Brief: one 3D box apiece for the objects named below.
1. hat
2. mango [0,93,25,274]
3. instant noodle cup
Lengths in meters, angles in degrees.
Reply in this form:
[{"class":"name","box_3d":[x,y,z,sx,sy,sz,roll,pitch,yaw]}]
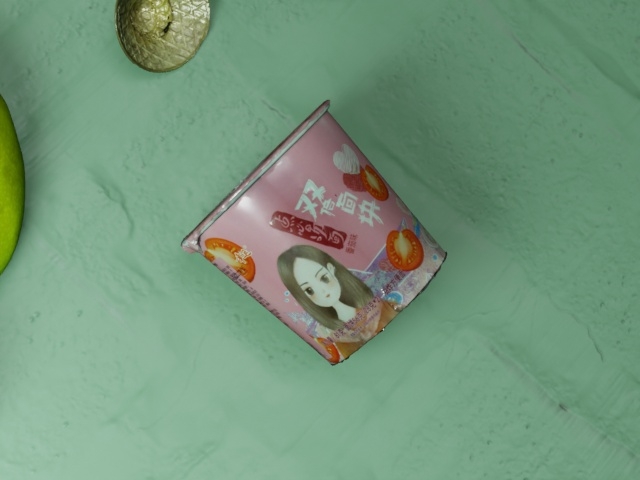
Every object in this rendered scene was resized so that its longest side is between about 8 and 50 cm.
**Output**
[{"class":"hat","box_3d":[-0.216,-0.287,1.635,0.146,0.067,0.146,-15,113,-40]},{"class":"mango","box_3d":[-0.426,-0.075,1.477,0.175,0.143,0.293,-9,85,-15]},{"class":"instant noodle cup","box_3d":[0.000,0.000,1.513,0.231,0.243,0.243,45,68,-4]}]
